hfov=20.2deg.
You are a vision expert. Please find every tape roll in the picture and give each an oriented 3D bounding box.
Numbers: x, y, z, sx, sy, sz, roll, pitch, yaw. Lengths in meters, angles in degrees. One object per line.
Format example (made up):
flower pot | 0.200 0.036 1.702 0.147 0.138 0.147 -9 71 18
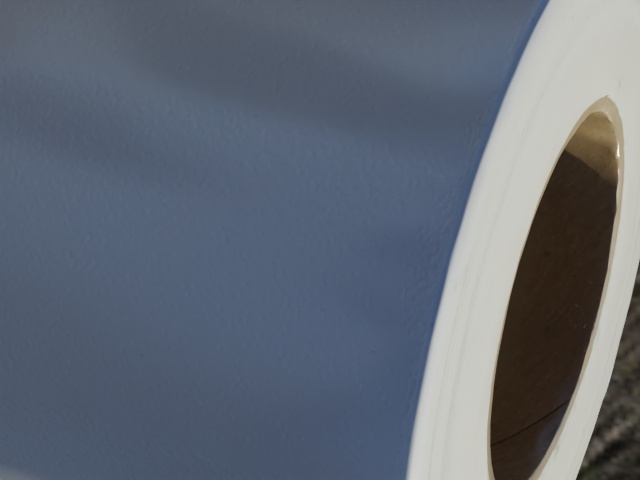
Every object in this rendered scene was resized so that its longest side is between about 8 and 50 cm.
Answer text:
tape roll | 0.000 0.000 0.590 0.246 0.169 0.246 14 90 -68
